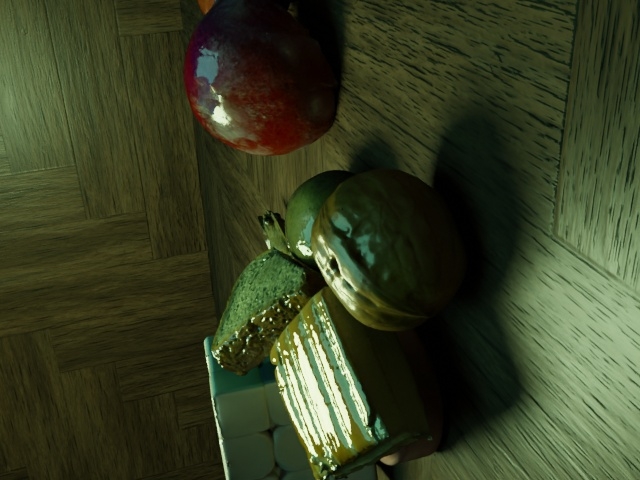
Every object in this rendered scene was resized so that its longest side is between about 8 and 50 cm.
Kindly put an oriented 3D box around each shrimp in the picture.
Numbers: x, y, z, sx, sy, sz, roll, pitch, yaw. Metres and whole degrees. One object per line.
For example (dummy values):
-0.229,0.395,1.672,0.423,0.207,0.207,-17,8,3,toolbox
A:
-0.080,0.051,1.848,0.168,0.077,0.317,95,155,-50,shrimp

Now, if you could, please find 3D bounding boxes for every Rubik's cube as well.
-0.066,0.350,1.540,0.291,0.291,0.291,-127,29,-73,Rubik's cube

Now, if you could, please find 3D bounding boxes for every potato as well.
0.013,-0.036,1.326,0.159,0.174,0.251,41,176,-17,potato

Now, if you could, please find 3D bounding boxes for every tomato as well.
-0.127,-0.282,1.398,0.290,0.176,0.334,30,146,17,tomato

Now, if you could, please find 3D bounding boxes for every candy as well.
0.113,0.241,1.255,0.255,0.095,0.255,170,90,-74,candy

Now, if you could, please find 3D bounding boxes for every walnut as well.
0.092,0.013,1.018,0.221,0.195,0.195,62,158,25,walnut

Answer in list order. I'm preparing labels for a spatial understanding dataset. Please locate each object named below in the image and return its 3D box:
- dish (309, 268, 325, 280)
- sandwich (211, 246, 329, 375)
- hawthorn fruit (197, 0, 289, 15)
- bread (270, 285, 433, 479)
0.026,0.128,1.405,0.108,0.221,0.262,41,162,-15,dish
-0.064,0.088,1.356,0.288,0.100,0.254,-37,19,39,sandwich
-0.150,-0.491,1.508,0.205,0.205,0.253,-123,29,-54,hawthorn fruit
0.035,0.223,1.135,0.239,0.111,0.246,-52,53,50,bread
